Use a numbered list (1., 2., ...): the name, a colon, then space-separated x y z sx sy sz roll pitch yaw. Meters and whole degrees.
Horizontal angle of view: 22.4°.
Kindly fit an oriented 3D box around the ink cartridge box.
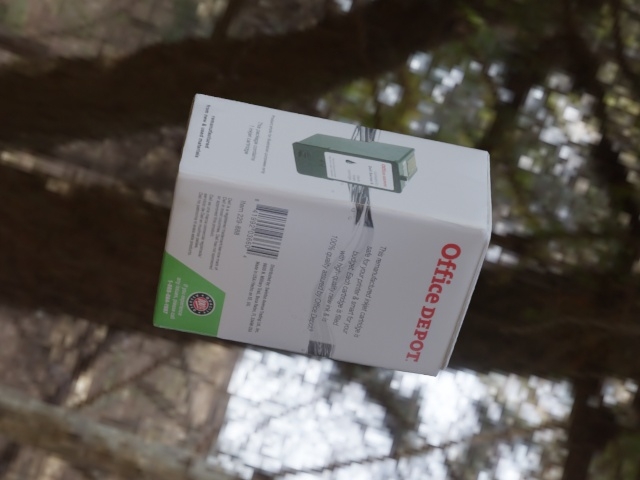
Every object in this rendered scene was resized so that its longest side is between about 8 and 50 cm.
1. ink cartridge box: 0.000 0.000 1.539 0.121 0.289 0.211 -83 -174 -47
